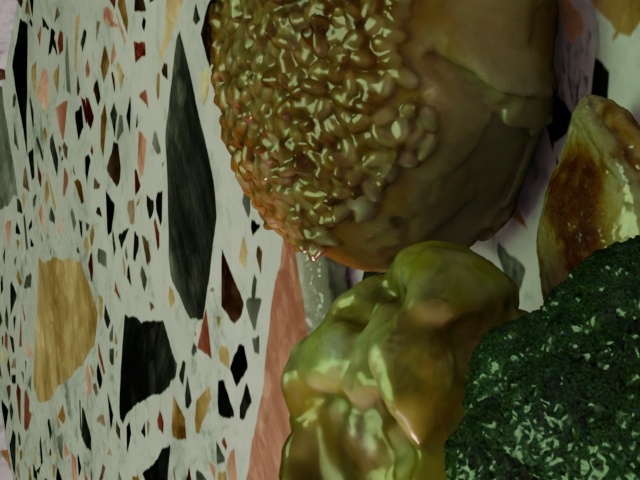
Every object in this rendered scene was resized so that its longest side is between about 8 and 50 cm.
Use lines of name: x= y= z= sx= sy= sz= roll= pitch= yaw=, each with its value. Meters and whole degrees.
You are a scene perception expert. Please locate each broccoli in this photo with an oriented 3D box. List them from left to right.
broccoli: x=0.236 y=0.130 z=1.099 sx=0.321 sy=0.304 sz=0.283 roll=-82 pitch=-28 yaw=-72

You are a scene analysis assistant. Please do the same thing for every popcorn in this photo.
popcorn: x=0.118 y=0.178 z=1.369 sx=0.334 sy=0.293 sz=0.292 roll=52 pitch=132 yaw=7

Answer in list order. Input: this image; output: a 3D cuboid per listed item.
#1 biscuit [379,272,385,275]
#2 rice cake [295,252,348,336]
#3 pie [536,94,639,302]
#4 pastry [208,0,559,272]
biscuit: x=0.076 y=0.112 z=1.763 sx=0.151 sy=0.063 sz=0.235 roll=-61 pitch=31 yaw=34
rice cake: x=0.000 y=0.000 z=1.964 sx=0.057 sy=0.052 sz=0.256 roll=134 pitch=130 yaw=-58
pie: x=0.211 y=-0.004 z=1.361 sx=0.205 sy=0.084 sz=0.179 roll=105 pitch=153 yaw=-45
pastry: x=0.042 y=-0.166 z=1.568 sx=0.409 sy=0.245 sz=0.409 roll=177 pitch=90 yaw=-67
